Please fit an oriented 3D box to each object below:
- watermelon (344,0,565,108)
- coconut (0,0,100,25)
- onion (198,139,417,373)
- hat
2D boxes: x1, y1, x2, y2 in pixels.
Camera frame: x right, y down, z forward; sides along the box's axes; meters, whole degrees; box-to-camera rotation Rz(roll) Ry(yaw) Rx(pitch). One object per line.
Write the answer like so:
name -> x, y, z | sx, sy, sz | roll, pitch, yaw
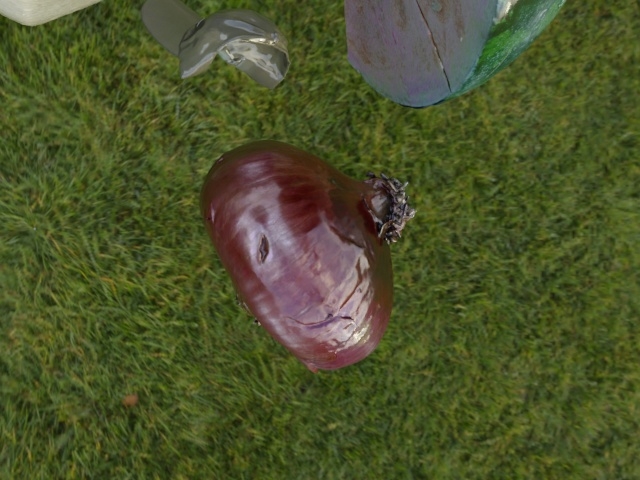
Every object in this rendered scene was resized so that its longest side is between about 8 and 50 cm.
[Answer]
watermelon -> 0.168, -0.283, 0.800 | 0.222, 0.292, 0.319 | -25, 137, -19
coconut -> -0.217, -0.285, 0.590 | 0.266, 0.237, 0.237 | 22, 84, -18
onion -> 0.000, 0.000, 1.079 | 0.285, 0.347, 0.347 | -30, 102, 7
hat -> -0.128, -0.276, 0.996 | 0.166, 0.144, 0.173 | -8, 68, -56
